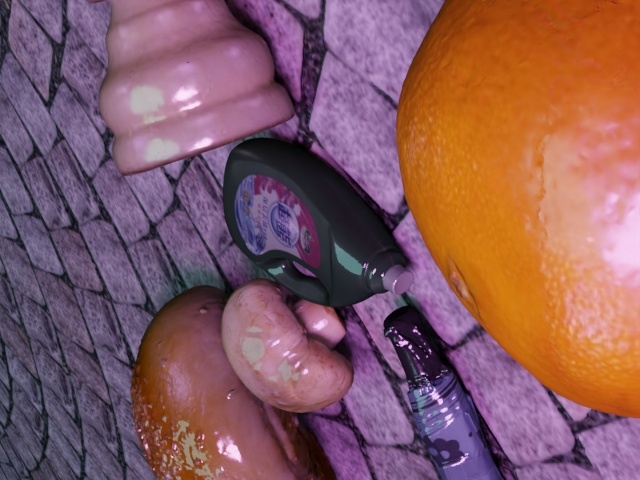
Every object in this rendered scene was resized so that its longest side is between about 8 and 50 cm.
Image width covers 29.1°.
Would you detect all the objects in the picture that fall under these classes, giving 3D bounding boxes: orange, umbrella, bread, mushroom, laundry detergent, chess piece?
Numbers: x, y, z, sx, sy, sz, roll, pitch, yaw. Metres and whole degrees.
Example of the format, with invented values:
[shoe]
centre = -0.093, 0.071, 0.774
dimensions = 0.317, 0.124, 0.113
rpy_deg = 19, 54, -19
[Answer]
[orange]
centre = 0.161, -0.040, 0.603
dimensions = 0.261, 0.261, 0.261
rpy_deg = 39, 145, 34
[umbrella]
centre = 0.117, 0.170, 1.063
dimensions = 0.053, 0.052, 0.250
rpy_deg = -86, -27, -78
[bread]
centre = -0.092, 0.217, 1.275
dimensions = 0.314, 0.171, 0.192
rpy_deg = 63, -179, -13
[mushroom]
centre = -0.030, 0.098, 1.166
dimensions = 0.148, 0.112, 0.148
rpy_deg = 58, -176, -6
[laundry detergent]
centre = 0.000, 0.000, 1.078
dimensions = 0.211, 0.063, 0.137
rpy_deg = 33, 132, 37
[chess piece]
centre = -0.141, -0.219, 1.038
dimensions = 0.167, 0.167, 0.300
rpy_deg = -6, 104, 60
